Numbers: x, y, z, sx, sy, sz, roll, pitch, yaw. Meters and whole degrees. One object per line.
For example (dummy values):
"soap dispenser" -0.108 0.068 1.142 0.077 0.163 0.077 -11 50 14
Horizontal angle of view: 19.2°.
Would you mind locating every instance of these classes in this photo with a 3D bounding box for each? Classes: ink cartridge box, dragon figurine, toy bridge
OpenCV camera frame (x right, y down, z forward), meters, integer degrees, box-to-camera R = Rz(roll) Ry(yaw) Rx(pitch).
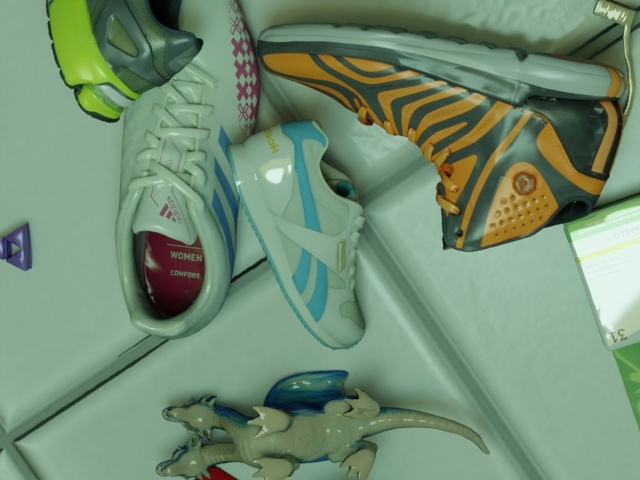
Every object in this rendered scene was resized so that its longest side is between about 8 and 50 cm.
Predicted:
"ink cartridge box" 0.328 0.065 1.646 0.171 0.056 0.235 -19 94 10
"dragon figurine" -0.005 0.166 1.695 0.289 0.144 0.085 -9 97 -10
"toy bridge" 0.235 -0.113 1.642 0.063 0.026 0.188 21 103 4

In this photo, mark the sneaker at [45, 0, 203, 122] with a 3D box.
"sneaker" -0.175 -0.255 1.610 0.121 0.111 0.300 -21 78 17

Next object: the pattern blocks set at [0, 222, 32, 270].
"pattern blocks set" -0.423 0.025 1.764 0.325 0.026 0.285 -18 96 11

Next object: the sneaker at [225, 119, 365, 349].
"sneaker" 0.000 0.000 1.638 0.092 0.087 0.228 -23 124 3

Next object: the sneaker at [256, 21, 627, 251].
"sneaker" 0.089 -0.085 1.607 0.321 0.124 0.180 12 99 16

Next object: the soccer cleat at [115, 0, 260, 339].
"soccer cleat" -0.118 -0.073 1.642 0.116 0.143 0.331 3 100 8

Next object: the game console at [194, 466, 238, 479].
"game console" -0.083 0.304 1.767 0.144 0.085 0.124 33 134 3
